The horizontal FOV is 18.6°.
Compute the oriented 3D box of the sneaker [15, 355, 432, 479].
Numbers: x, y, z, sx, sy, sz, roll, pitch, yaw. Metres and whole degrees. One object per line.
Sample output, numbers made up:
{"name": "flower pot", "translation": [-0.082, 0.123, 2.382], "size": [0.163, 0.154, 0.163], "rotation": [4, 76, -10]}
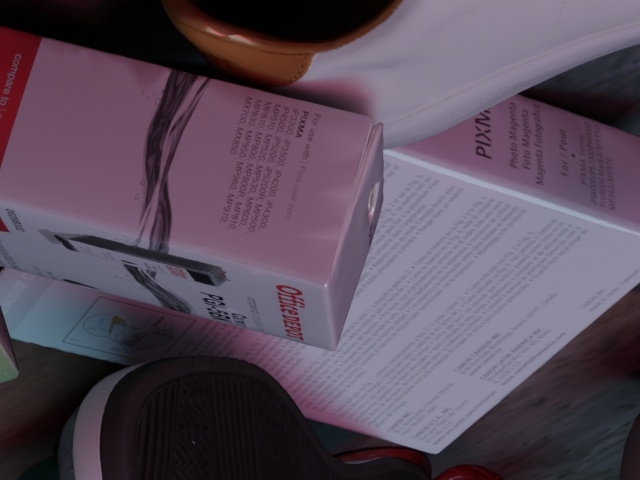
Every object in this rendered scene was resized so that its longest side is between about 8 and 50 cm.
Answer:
{"name": "sneaker", "translation": [-0.075, 0.121, 0.843], "size": [0.178, 0.123, 0.295], "rotation": [-8, 158, 23]}

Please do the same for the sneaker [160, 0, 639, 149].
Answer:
{"name": "sneaker", "translation": [0.081, -0.112, 0.539], "size": [0.290, 0.106, 0.123], "rotation": [-29, 154, 24]}

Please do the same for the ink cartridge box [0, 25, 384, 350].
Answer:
{"name": "ink cartridge box", "translation": [-0.052, -0.015, 0.614], "size": [0.135, 0.056, 0.099], "rotation": [14, 166, 6]}

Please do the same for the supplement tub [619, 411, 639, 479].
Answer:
{"name": "supplement tub", "translation": [0.335, 0.102, 0.966], "size": [0.235, 0.235, 0.325], "rotation": [8, 144, -41]}

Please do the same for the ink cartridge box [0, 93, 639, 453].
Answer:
{"name": "ink cartridge box", "translation": [0.000, 0.000, 0.793], "size": [0.232, 0.066, 0.189], "rotation": [20, 139, -21]}

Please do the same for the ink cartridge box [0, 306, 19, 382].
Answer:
{"name": "ink cartridge box", "translation": [-0.240, 0.030, 0.675], "size": [0.235, 0.056, 0.171], "rotation": [-18, 154, -4]}

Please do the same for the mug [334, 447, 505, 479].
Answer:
{"name": "mug", "translation": [0.039, 0.204, 1.051], "size": [0.113, 0.169, 0.150], "rotation": [1, 149, -32]}
